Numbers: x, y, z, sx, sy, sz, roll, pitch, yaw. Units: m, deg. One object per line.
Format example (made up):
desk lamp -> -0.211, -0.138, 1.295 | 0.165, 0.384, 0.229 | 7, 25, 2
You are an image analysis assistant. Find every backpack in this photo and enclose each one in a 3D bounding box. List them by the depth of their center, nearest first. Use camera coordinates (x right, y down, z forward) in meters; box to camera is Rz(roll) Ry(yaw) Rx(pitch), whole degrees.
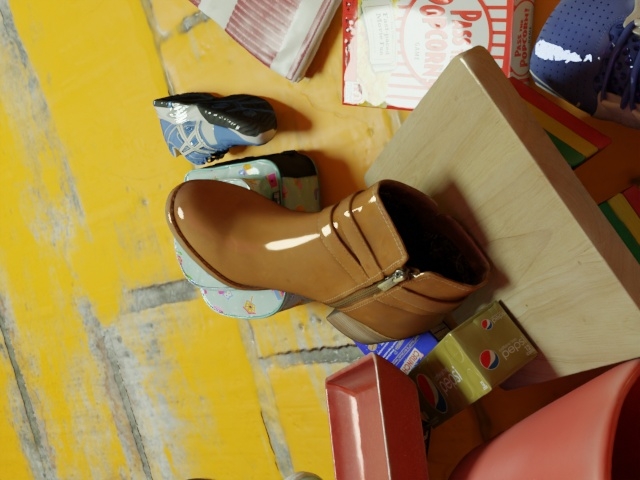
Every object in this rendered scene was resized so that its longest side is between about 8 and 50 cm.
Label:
backpack -> -0.082, 0.000, 0.944 | 0.165, 0.144, 0.189 | -4, 103, 36

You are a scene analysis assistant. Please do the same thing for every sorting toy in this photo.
sorting toy -> 0.174, -0.015, 0.700 | 0.255, 0.089, 0.257 | 57, 160, 7

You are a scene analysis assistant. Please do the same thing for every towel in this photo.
towel -> -0.086, -0.365, 0.914 | 0.329, 0.037, 0.237 | 44, 124, 21

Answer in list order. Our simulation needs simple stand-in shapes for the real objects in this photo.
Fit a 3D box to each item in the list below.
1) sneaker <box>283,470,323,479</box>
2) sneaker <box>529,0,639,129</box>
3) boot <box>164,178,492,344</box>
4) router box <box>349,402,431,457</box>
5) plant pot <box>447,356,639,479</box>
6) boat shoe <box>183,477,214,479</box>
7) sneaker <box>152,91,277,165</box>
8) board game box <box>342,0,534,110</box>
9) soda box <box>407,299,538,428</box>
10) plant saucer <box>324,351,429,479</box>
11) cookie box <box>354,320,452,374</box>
sneaker -> 0.077, 0.413, 0.941 | 0.208, 0.127, 0.319 | -16, 101, 44
sneaker -> 0.287, -0.108, 0.568 | 0.315, 0.182, 0.128 | 31, 119, 30
boot -> 0.000, 0.000, 0.745 | 0.283, 0.109, 0.220 | 37, 153, -6
router box -> 0.077, 0.256, 0.948 | 0.092, 0.038, 0.123 | 19, 115, 37
plant pot -> 0.244, 0.242, 0.668 | 0.243, 0.274, 0.275 | -37, 78, 53
boat shoe -> -0.117, 0.434, 1.112 | 0.302, 0.109, 0.098 | 21, 117, 40
sneaker -> -0.125, -0.135, 0.992 | 0.211, 0.080, 0.081 | 17, 120, 47
board game box -> 0.110, -0.200, 0.784 | 0.193, 0.045, 0.147 | 12, 110, 38
soda box -> 0.135, 0.122, 0.765 | 0.061, 0.058, 0.181 | 54, 159, 15
plant saucer -> 0.061, 0.253, 0.804 | 0.258, 0.047, 0.259 | 123, 141, -72
cookie box -> 0.082, 0.098, 0.896 | 0.107, 0.040, 0.092 | 49, 128, 19
